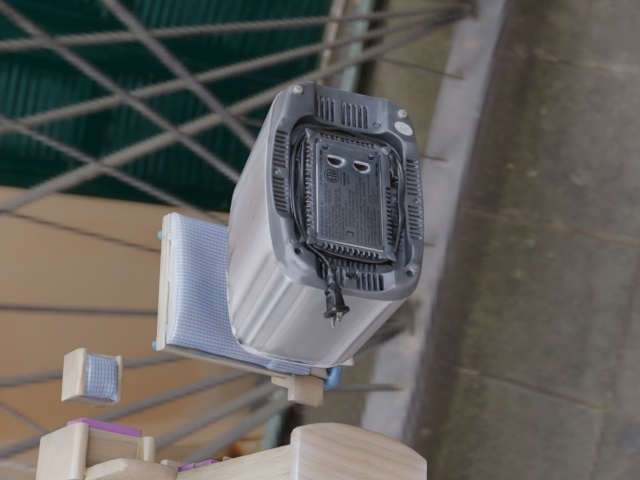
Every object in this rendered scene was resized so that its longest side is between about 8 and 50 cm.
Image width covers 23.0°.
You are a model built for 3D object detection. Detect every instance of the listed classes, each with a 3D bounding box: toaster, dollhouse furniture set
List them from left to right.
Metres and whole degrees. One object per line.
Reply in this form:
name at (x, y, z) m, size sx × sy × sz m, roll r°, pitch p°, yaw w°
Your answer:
dollhouse furniture set at (-0.059, 0.076, 1.344) m, size 0.198 × 0.286 × 0.303 m, roll -23°, pitch 58°, yaw 47°
toaster at (0.000, 0.000, 1.225) m, size 0.146 × 0.129 × 0.227 m, roll 123°, pitch 151°, yaw -51°
